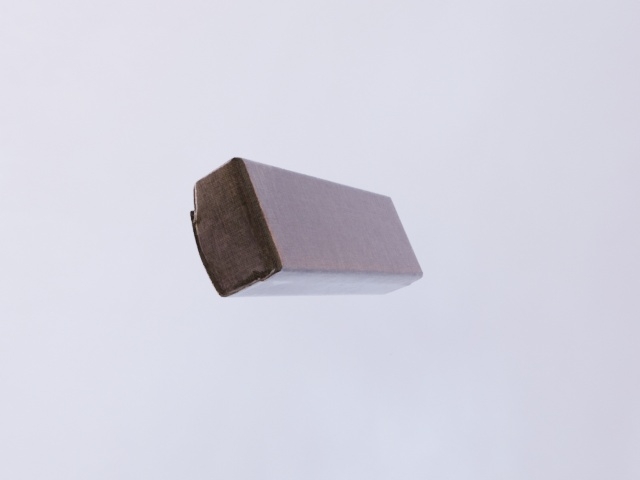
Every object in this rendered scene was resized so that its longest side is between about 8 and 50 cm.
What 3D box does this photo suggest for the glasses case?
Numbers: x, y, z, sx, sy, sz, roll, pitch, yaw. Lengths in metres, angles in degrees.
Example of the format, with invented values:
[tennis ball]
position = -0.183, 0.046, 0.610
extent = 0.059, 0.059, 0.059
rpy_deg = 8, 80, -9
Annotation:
[glasses case]
position = 0.000, 0.000, 0.485
extent = 0.047, 0.205, 0.070
rpy_deg = -27, -105, 25
